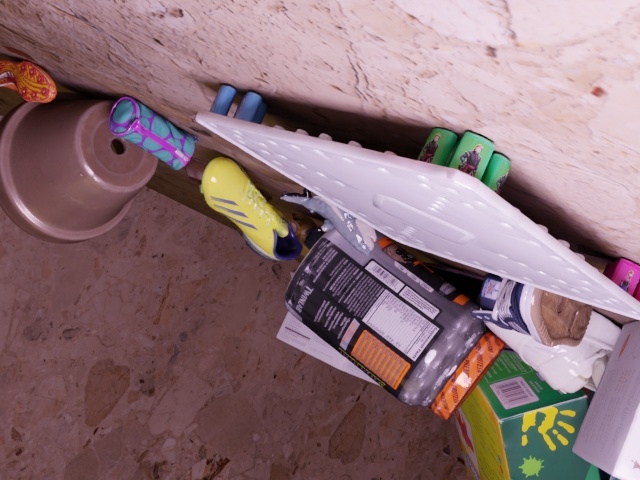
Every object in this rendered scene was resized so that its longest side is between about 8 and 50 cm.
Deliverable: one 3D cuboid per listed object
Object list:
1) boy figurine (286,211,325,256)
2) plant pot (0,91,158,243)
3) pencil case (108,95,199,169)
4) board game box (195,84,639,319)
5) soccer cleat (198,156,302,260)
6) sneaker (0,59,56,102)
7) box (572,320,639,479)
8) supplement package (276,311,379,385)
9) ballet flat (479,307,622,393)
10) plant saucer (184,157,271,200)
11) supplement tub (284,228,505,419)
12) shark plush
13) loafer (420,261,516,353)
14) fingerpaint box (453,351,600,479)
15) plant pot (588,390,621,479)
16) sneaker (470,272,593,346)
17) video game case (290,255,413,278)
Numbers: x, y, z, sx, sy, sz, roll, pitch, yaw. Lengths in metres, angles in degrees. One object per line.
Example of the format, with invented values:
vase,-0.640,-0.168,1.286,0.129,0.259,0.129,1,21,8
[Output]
boy figurine,0.000,0.000,1.853,0.177,0.092,0.285,22,178,-20
plant pot,-0.386,-0.138,1.579,0.263,0.263,0.229,28,155,-33
pencil case,-0.259,-0.165,1.474,0.070,0.064,0.152,41,-173,36
board game box,0.118,-0.042,1.017,0.390,0.050,0.390,19,173,46
soccer cleat,-0.113,-0.053,1.661,0.121,0.093,0.289,19,160,30
sneaker,-0.482,-0.269,1.576,0.175,0.064,0.067,27,-162,39
box,0.468,0.227,1.238,0.168,0.215,0.345,23,176,10
supplement package,0.078,0.152,2.094,0.198,0.262,0.199,21,174,38
ballet flat,0.431,0.195,1.483,0.400,0.139,0.139,24,176,-17
plant saucer,-0.195,-0.113,1.927,0.199,0.036,0.198,23,175,2
supplement tub,0.125,0.131,1.582,0.338,0.207,0.207,38,179,15
shark plush,0.016,-0.038,1.467,0.161,0.067,0.073,25,176,-10
loafer,0.274,0.111,1.649,0.095,0.109,0.303,34,173,-41
fingerpaint box,0.371,0.372,1.765,0.163,0.371,0.445,-15,-163,-3
plant pot,0.630,0.351,1.697,0.255,0.271,0.271,9,174,4
sneaker,0.270,0.078,1.297,0.153,0.099,0.282,20,177,28
video game case,0.062,0.056,1.878,0.184,0.023,0.201,-18,-168,-23
